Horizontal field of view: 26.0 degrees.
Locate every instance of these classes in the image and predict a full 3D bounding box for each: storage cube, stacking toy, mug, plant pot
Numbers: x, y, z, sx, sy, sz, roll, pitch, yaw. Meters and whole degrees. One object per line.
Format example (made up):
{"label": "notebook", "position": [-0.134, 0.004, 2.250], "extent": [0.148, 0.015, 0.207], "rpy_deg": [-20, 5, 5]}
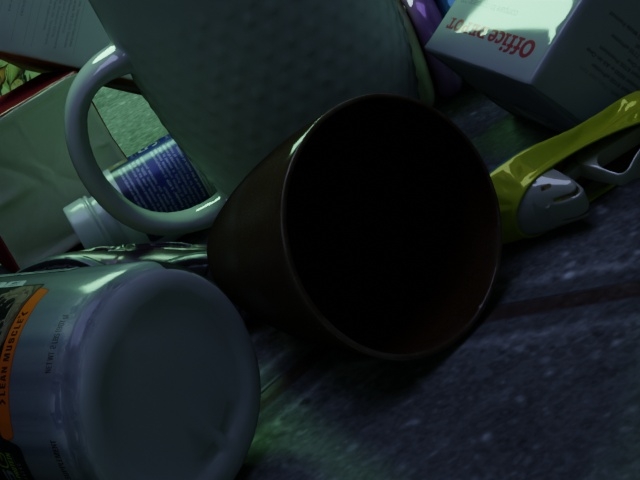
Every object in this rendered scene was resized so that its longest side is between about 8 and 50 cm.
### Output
{"label": "storage cube", "position": [-0.351, -0.084, 1.700], "extent": [0.215, 0.183, 0.193], "rpy_deg": [-34, 17, -17]}
{"label": "stacking toy", "position": [0.230, -0.262, 1.556], "extent": [0.330, 0.141, 0.141], "rpy_deg": [-21, 24, 2]}
{"label": "mug", "position": [-0.084, -0.159, 1.418], "extent": [0.374, 0.328, 0.276], "rpy_deg": [-33, 24, -11]}
{"label": "plant pot", "position": [0.000, 0.000, 1.199], "extent": [0.215, 0.215, 0.230], "rpy_deg": [-42, 17, -29]}

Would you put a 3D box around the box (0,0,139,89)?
{"label": "box", "position": [-0.242, -0.276, 1.738], "extent": [0.345, 0.168, 0.215], "rpy_deg": [13, 0, 11]}

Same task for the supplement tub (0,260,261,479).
{"label": "supplement tub", "position": [-0.233, 0.128, 1.155], "extent": [0.338, 0.207, 0.207], "rpy_deg": [-7, 32, 40]}

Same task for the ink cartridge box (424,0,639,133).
{"label": "ink cartridge box", "position": [0.270, -0.265, 1.342], "extent": [0.307, 0.129, 0.223], "rpy_deg": [-57, 27, 2]}

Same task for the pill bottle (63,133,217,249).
{"label": "pill bottle", "position": [-0.190, -0.047, 1.573], "extent": [0.187, 0.112, 0.112], "rpy_deg": [-30, 24, -7]}

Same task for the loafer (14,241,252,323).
{"label": "loafer", "position": [-0.176, 0.052, 1.401], "extent": [0.303, 0.109, 0.095], "rpy_deg": [-4, 14, 30]}

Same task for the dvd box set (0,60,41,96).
{"label": "dvd box set", "position": [-0.511, -0.288, 2.152], "extent": [0.062, 0.307, 0.420], "rpy_deg": [-11, 29, 30]}

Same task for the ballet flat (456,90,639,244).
{"label": "ballet flat", "position": [0.226, -0.058, 1.213], "extent": [0.231, 0.077, 0.077], "rpy_deg": [-32, 38, -12]}
